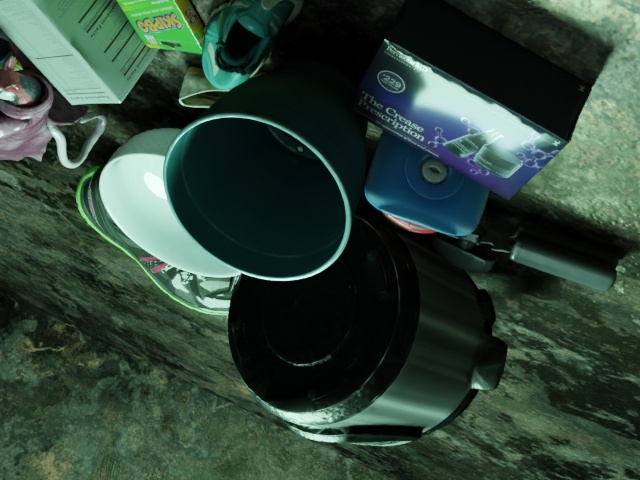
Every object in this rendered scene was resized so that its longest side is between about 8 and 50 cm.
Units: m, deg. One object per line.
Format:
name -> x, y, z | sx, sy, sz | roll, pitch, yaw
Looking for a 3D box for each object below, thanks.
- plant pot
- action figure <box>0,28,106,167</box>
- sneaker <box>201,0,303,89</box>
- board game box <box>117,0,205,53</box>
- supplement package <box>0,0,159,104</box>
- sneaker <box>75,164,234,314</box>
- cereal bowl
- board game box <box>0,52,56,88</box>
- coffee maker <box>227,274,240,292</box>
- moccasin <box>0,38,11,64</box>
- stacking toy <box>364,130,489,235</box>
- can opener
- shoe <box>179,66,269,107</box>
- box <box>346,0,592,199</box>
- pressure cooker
plant pot -> -0.048, -0.125, 1.332 | 0.271, 0.255, 0.272 | 12, 130, 15
action figure -> -0.518, -0.212, 1.589 | 0.275, 0.248, 0.370 | 28, 166, -16
sneaker -> -0.122, -0.285, 1.322 | 0.107, 0.110, 0.275 | 32, 156, -10
board game box -> -0.266, -0.383, 1.370 | 0.124, 0.039, 0.259 | 13, 149, 30
supplement package -> -0.396, -0.345, 1.455 | 0.139, 0.134, 0.244 | 6, 147, 39
sneaker -> -0.308, 0.004, 1.978 | 0.483, 0.185, 0.202 | 33, 159, -14
cereal bowl -> -0.239, -0.089, 1.748 | 0.339, 0.141, 0.339 | 15, 143, 12
board game box -> -0.551, -0.317, 1.794 | 0.136, 0.030, 0.259 | 40, 152, -21
coffee maker -> -0.087, 0.050, 1.911 | 0.178, 0.171, 0.120 | 16, 150, -8
moccasin -> -0.709, -0.435, 1.644 | 0.342, 0.138, 0.117 | 18, 153, -13
stacking toy -> 0.145, -0.076, 1.442 | 0.175, 0.166, 0.302 | 19, 170, -3
can opener -> 0.320, 0.023, 1.461 | 0.283, 0.076, 0.095 | 19, 130, 7
shoe -> -0.138, -0.234, 1.495 | 0.219, 0.058, 0.076 | 12, 151, 31
box -> 0.188, -0.186, 1.212 | 0.261, 0.103, 0.184 | 29, 153, -2
pressure cooker -> 0.098, 0.160, 1.601 | 0.375, 0.370, 0.420 | -39, 147, 19
